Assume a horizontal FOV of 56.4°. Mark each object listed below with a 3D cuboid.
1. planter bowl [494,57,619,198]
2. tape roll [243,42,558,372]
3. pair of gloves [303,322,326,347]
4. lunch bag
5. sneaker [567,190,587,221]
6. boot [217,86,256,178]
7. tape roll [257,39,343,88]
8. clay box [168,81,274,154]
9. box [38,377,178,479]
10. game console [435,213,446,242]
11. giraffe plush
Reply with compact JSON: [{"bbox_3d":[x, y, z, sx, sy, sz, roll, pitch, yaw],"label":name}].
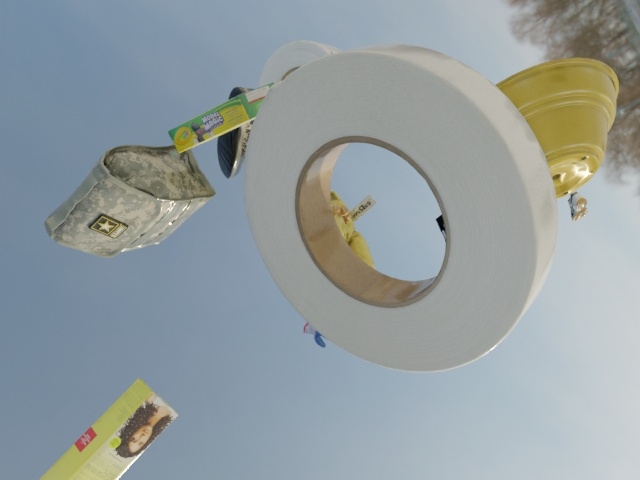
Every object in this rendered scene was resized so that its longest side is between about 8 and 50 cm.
[{"bbox_3d":[0.270,-0.107,0.723,0.217,0.217,0.090,15,-130,-42],"label":"planter bowl"},{"bbox_3d":[0.072,-0.030,0.703,0.072,0.392,0.392,-33,-87,-46],"label":"tape roll"},{"bbox_3d":[0.028,0.184,1.573,0.023,0.159,0.198,33,-104,-31],"label":"pair of gloves"},{"bbox_3d":[-0.409,-0.082,1.272,0.169,0.235,0.287,59,-150,9],"label":"lunch bag"},{"bbox_3d":[0.523,-0.072,1.220,0.037,0.032,0.083,63,178,34],"label":"sneaker"},{"bbox_3d":[-0.129,-0.243,1.338,0.178,0.236,0.085,-16,-124,-33],"label":"boot"},{"bbox_3d":[-0.029,-0.383,1.593,0.100,0.286,0.286,-17,-100,-57],"label":"tape roll"},{"bbox_3d":[-0.195,-0.233,1.161,0.127,0.222,0.053,-42,-68,-53],"label":"clay box"},{"bbox_3d":[-0.354,0.347,0.993,0.232,0.058,0.087,-47,-46,-17],"label":"box"},{"bbox_3d":[0.397,-0.155,1.679,0.044,0.213,0.361,18,-136,-41],"label":"game console"},{"bbox_3d":[0.000,0.000,0.939,0.181,0.210,0.170,32,-177,16],"label":"giraffe plush"}]
